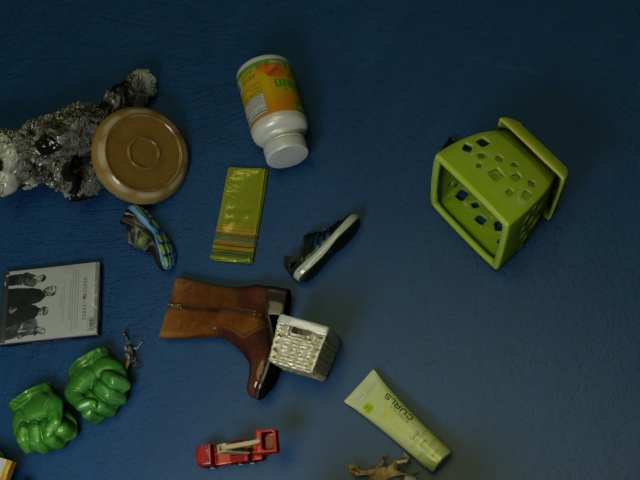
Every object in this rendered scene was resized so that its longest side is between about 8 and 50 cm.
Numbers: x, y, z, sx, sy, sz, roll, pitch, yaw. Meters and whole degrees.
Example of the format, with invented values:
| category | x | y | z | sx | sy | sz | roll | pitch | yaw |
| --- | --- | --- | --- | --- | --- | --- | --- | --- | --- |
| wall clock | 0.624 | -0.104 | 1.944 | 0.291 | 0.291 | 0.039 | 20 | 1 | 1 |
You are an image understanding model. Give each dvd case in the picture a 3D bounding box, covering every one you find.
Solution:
| category | x | y | z | sx | sy | sz | roll | pitch | yaw |
| --- | --- | --- | --- | --- | --- | --- | --- | --- | --- |
| dvd case | -0.624 | 0.147 | 2.083 | 0.238 | 0.029 | 0.179 | -6 | 69 | 6 |

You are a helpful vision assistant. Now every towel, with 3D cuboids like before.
| category | x | y | z | sx | sy | sz | roll | pitch | yaw |
| --- | --- | --- | --- | --- | --- | --- | --- | --- | --- |
| towel | -0.189 | -0.062 | 2.097 | 0.102 | 0.021 | 0.237 | 5 | 70 | 10 |

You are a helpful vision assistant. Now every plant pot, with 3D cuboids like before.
| category | x | y | z | sx | sy | sz | roll | pitch | yaw |
| --- | --- | --- | --- | --- | --- | --- | --- | --- | --- |
| plant pot | -0.417 | -0.203 | 2.108 | 0.236 | 0.032 | 0.236 | 4 | 81 | -25 |
| plant pot | 0.387 | -0.113 | 1.920 | 0.207 | 0.228 | 0.227 | -36 | 68 | -12 |

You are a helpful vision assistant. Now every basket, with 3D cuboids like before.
| category | x | y | z | sx | sy | sz | roll | pitch | yaw |
| --- | --- | --- | --- | --- | --- | --- | --- | --- | --- |
| basket | -0.033 | 0.229 | 1.888 | 0.113 | 0.167 | 0.103 | 14 | 79 | 14 |

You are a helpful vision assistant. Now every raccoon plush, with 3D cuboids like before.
| category | x | y | z | sx | sy | sz | roll | pitch | yaw |
| --- | --- | --- | --- | --- | --- | --- | --- | --- | --- |
| raccoon plush | -0.629 | -0.257 | 2.201 | 0.299 | 0.216 | 0.446 | 13 | 41 | 28 |

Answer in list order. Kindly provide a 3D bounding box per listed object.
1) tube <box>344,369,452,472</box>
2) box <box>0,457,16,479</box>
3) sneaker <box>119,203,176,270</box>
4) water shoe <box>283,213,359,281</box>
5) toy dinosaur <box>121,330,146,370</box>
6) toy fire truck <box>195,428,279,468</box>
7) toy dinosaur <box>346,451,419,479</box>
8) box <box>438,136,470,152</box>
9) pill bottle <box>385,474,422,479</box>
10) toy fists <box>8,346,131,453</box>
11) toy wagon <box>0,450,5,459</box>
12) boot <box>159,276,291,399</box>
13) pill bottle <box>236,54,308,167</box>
| category | x | y | z | sx | sy | sz | roll | pitch | yaw |
| --- | --- | --- | --- | --- | --- | --- | --- | --- | --- |
| tube | 0.163 | 0.378 | 1.857 | 0.240 | 0.062 | 0.070 | 41 | 40 | 25 |
| box | -0.719 | 0.489 | 1.898 | 0.136 | 0.028 | 0.081 | 12 | 72 | 16 |
| sneaker | -0.403 | 0.001 | 2.093 | 0.078 | 0.067 | 0.188 | -45 | 70 | 14 |
| water shoe | 0.000 | 0.000 | 2.016 | 0.203 | 0.073 | 0.080 | -45 | 67 | -9 |
| toy dinosaur | -0.434 | 0.246 | 2.012 | 0.090 | 0.047 | 0.082 | -46 | 51 | 2 |
| toy fire truck | -0.172 | 0.430 | 1.846 | 0.192 | 0.135 | 0.047 | -8 | 68 | 6 |
| toy dinosaur | 0.143 | 0.465 | 1.799 | 0.183 | 0.092 | 0.053 | -7 | 96 | 38 |
| box | 0.316 | -0.192 | 2.066 | 0.083 | 0.018 | 0.067 | 32 | 77 | 18 |
| pill bottle | 0.163 | 0.515 | 1.700 | 0.130 | 0.246 | 0.130 | -3 | 69 | 8 |
| toy fists | -0.545 | 0.355 | 1.957 | 0.279 | 0.096 | 0.142 | -32 | 69 | -5 |
| toy wagon | -0.780 | 0.564 | 1.931 | 0.344 | 0.068 | 0.267 | 41 | 80 | 21 |
| boot | -0.222 | 0.208 | 1.961 | 0.280 | 0.096 | 0.264 | 4 | 70 | 11 |
| pill bottle | -0.106 | -0.300 | 2.111 | 0.136 | 0.136 | 0.246 | -17 | 68 | 2 |
